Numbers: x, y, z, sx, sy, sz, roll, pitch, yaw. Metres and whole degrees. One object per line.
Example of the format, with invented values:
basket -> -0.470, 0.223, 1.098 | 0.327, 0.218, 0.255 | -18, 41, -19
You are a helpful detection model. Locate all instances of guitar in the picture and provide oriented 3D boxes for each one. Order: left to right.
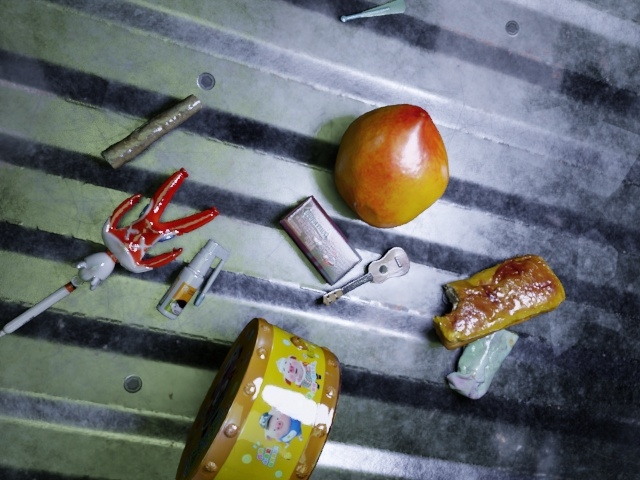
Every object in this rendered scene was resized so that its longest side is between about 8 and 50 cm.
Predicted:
guitar -> 0.121, 0.105, 1.421 | 0.271, 0.038, 0.084 | -27, 96, -12

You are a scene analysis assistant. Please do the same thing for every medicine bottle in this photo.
medicine bottle -> -0.321, 0.104, 1.328 | 0.092, 0.061, 0.221 | 37, 84, -35

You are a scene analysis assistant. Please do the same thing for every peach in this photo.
peach -> 0.172, -0.186, 1.289 | 0.288, 0.308, 0.289 | 0, 80, 1

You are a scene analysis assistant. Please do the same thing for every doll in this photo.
doll -> -0.446, -0.010, 1.282 | 0.384, 0.099, 0.188 | -37, 97, -14

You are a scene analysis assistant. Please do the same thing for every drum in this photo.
drum -> -0.146, 0.406, 1.191 | 0.214, 0.431, 0.432 | 29, 86, -11

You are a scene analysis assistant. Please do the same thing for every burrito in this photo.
burrito -> 0.462, 0.340, 1.476 | 0.143, 0.089, 0.229 | 27, 84, -7

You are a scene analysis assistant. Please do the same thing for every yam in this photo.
yam -> -0.417, -0.274, 1.290 | 0.274, 0.061, 0.061 | -38, 99, -9

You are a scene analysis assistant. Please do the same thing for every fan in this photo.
fan -> 0.145, -0.622, 1.412 | 0.193, 0.016, 0.038 | -18, 98, -11

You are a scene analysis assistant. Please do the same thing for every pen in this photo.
pen -> -0.699, 0.173, 1.266 | 0.218, 0.026, 0.026 | -36, 98, -8

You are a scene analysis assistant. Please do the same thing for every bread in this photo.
bread -> 0.477, 0.160, 1.437 | 0.380, 0.109, 0.185 | -19, 60, -10

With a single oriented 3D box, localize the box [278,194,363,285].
box -> 0.000, 0.000, 1.380 | 0.120, 0.069, 0.224 | -38, 97, -8
